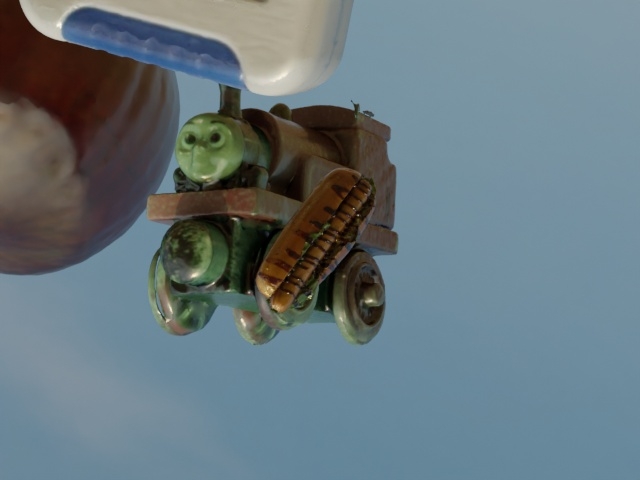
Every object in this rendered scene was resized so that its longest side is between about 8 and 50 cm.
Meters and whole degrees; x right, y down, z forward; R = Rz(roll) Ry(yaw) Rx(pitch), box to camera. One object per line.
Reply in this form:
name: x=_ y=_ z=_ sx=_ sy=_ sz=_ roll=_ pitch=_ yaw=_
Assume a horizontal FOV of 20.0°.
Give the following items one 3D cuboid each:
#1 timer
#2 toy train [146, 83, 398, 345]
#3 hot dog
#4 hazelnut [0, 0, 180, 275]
timer: x=-0.050 y=-0.212 z=0.922 sx=0.178 sy=0.253 sz=0.078 roll=17 pitch=-166 yaw=19
toy train: x=-0.039 y=-0.021 z=1.609 sx=0.150 sy=0.221 sz=0.304 roll=-2 pitch=172 yaw=28
hot dog: x=0.000 y=0.000 z=1.205 sx=0.037 sy=0.049 sz=0.122 roll=4 pitch=-127 yaw=49
hazelnut: x=-0.332 y=-0.164 z=1.939 sx=0.402 sy=0.429 sz=0.402 roll=-18 pitch=-136 yaw=19
